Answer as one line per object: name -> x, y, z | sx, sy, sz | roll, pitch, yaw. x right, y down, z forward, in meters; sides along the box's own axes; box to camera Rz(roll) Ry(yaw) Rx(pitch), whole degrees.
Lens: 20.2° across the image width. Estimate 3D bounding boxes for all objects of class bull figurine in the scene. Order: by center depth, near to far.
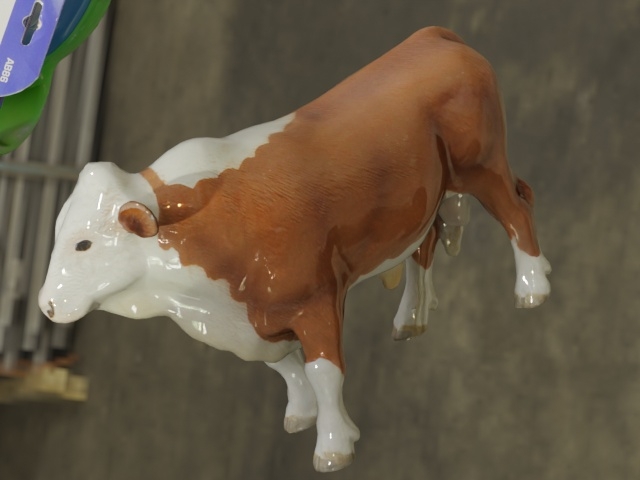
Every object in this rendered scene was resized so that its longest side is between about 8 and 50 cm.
bull figurine -> 0.000, 0.000, 0.950 | 0.101, 0.310, 0.188 | 4, 119, 50

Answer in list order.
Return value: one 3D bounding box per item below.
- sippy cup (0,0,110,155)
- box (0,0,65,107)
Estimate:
sippy cup -> -0.296, -0.224, 1.316 | 0.240, 0.305, 0.224 | -47, -7, 21
box -> -0.164, -0.091, 0.685 | 0.028, 0.136, 0.081 | 84, -159, -72
